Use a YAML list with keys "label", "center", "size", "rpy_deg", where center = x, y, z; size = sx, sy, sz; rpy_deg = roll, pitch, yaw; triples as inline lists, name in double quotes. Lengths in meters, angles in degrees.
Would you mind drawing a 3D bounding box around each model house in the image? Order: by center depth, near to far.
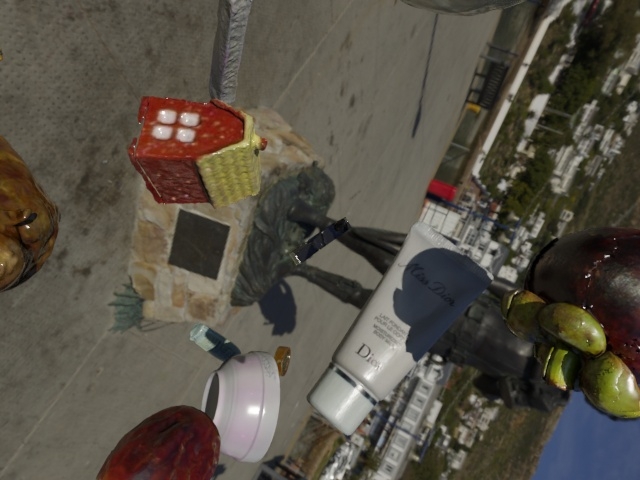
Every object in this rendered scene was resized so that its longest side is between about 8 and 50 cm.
- label: "model house"
  center: [-0.230, -0.172, 0.949]
  size: [0.196, 0.253, 0.160]
  rpy_deg: [89, 7, -64]

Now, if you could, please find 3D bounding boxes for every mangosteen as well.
- label: "mangosteen"
  center: [0.266, 0.072, 0.441]
  size: [0.180, 0.166, 0.166]
  rpy_deg: [-37, 156, -20]

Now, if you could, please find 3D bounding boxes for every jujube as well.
- label: "jujube"
  center: [-0.297, 0.418, 0.839]
  size: [0.243, 0.183, 0.184]
  rpy_deg: [-49, 160, -63]

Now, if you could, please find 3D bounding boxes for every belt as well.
- label: "belt"
  center: [-0.113, 0.343, 1.317]
  size: [0.059, 0.036, 0.083]
  rpy_deg: [59, 39, -58]

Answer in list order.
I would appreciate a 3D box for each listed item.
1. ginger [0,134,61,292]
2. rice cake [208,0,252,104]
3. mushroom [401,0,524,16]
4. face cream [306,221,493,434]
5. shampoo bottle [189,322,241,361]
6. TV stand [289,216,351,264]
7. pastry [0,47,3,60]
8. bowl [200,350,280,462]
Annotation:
- label: "ginger"
  center: [-0.435, -0.019, 0.475]
  size: [0.274, 0.357, 0.153]
  rpy_deg: [-68, 165, -52]
- label: "rice cake"
  center: [-0.229, -0.468, 1.141]
  size: [0.064, 0.070, 0.399]
  rpy_deg: [-26, 170, -24]
- label: "mushroom"
  center: [0.230, -0.431, 0.557]
  size: [0.356, 0.315, 0.315]
  rpy_deg: [-41, 174, 21]
- label: "face cream"
  center: [0.106, 0.127, 0.664]
  size: [0.314, 0.143, 0.089]
  rpy_deg: [-49, 168, -14]
- label: "shampoo bottle"
  center: [-0.343, 0.343, 1.524]
  size: [0.072, 0.049, 0.212]
  rpy_deg: [-41, 131, -4]
- label: "TV stand"
  center: [0.000, 0.000, 1.162]
  size: [0.042, 0.036, 0.249]
  rpy_deg: [-26, -174, 37]
- label: "pastry"
  center: [-0.525, -0.262, 0.638]
  size: [0.056, 0.080, 0.140]
  rpy_deg: [-49, -173, 42]
- label: "bowl"
  center: [-0.229, 0.436, 1.239]
  size: [0.287, 0.143, 0.287]
  rpy_deg: [-43, -141, 49]
